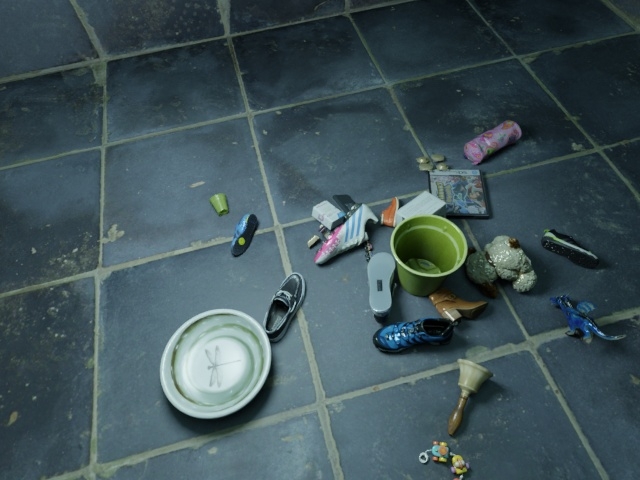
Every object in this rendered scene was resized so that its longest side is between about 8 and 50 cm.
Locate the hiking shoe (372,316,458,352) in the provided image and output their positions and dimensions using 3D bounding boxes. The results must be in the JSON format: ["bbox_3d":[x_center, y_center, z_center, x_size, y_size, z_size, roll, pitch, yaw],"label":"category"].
[{"bbox_3d":[0.340,0.330,1.641,0.303,0.132,0.113,-9,56,-2],"label":"hiking shoe"}]

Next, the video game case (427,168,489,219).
[{"bbox_3d":[0.628,-0.217,2.049,0.248,0.035,0.275,2,56,5],"label":"video game case"}]

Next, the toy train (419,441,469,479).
[{"bbox_3d":[0.403,0.725,1.422,0.125,0.046,0.166,-36,61,-19],"label":"toy train"}]

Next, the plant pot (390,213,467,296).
[{"bbox_3d":[0.401,0.084,1.730,0.275,0.254,0.276,-2,55,2],"label":"plant pot"}]

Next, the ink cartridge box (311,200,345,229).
[{"bbox_3d":[0.034,-0.115,1.999,0.088,0.052,0.122,-30,59,-36],"label":"ink cartridge box"}]

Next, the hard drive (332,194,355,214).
[{"bbox_3d":[0.125,-0.159,2.027,0.094,0.022,0.135,-8,49,-40],"label":"hard drive"}]

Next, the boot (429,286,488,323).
[{"bbox_3d":[0.535,0.236,1.732,0.197,0.073,0.152,-14,42,-22],"label":"boot"}]

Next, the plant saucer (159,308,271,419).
[{"bbox_3d":[-0.372,0.450,1.628,0.400,0.101,0.401,-2,57,3],"label":"plant saucer"}]

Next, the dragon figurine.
[{"bbox_3d":[0.937,0.272,1.600,0.085,0.289,0.144,-17,94,-5],"label":"dragon figurine"}]

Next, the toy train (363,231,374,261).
[{"bbox_3d":[0.204,0.030,1.918,0.036,0.027,0.158,-2,55,-10],"label":"toy train"}]

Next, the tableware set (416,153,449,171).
[{"bbox_3d":[0.536,-0.373,2.148,0.140,0.020,0.169,-3,37,2],"label":"tableware set"}]

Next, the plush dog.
[{"bbox_3d":[0.688,0.093,1.764,0.225,0.210,0.263,-30,53,15],"label":"plush dog"}]

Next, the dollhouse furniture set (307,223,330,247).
[{"bbox_3d":[0.000,0.000,1.962,0.114,0.091,0.081,-43,104,2],"label":"dollhouse furniture set"}]

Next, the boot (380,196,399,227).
[{"bbox_3d":[0.311,-0.132,2.003,0.084,0.059,0.158,5,57,13],"label":"boot"}]

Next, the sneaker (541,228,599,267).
[{"bbox_3d":[1.032,0.020,1.833,0.234,0.084,0.097,32,62,23],"label":"sneaker"}]

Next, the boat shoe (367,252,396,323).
[{"bbox_3d":[0.244,0.184,1.761,0.113,0.105,0.306,-4,45,6],"label":"boat shoe"}]

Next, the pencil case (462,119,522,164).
[{"bbox_3d":[0.834,-0.477,2.167,0.284,0.124,0.124,-30,59,-15],"label":"pencil case"}]

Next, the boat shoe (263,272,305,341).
[{"bbox_3d":[-0.145,0.243,1.750,0.108,0.102,0.301,18,59,15],"label":"boat shoe"}]

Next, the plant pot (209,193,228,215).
[{"bbox_3d":[-0.462,-0.162,2.067,0.083,0.083,0.079,-23,69,-11],"label":"plant pot"}]

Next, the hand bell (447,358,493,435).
[{"bbox_3d":[0.485,0.543,1.521,0.126,0.126,0.242,23,72,18],"label":"hand bell"}]

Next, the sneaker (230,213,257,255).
[{"bbox_3d":[-0.351,-0.025,1.979,0.082,0.069,0.209,-2,58,43],"label":"sneaker"}]

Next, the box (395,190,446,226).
[{"bbox_3d":[0.423,-0.075,1.871,0.181,0.181,0.119,-35,48,-17],"label":"box"}]

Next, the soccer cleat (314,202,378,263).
[{"bbox_3d":[0.114,-0.008,1.883,0.143,0.116,0.331,40,83,-1],"label":"soccer cleat"}]
